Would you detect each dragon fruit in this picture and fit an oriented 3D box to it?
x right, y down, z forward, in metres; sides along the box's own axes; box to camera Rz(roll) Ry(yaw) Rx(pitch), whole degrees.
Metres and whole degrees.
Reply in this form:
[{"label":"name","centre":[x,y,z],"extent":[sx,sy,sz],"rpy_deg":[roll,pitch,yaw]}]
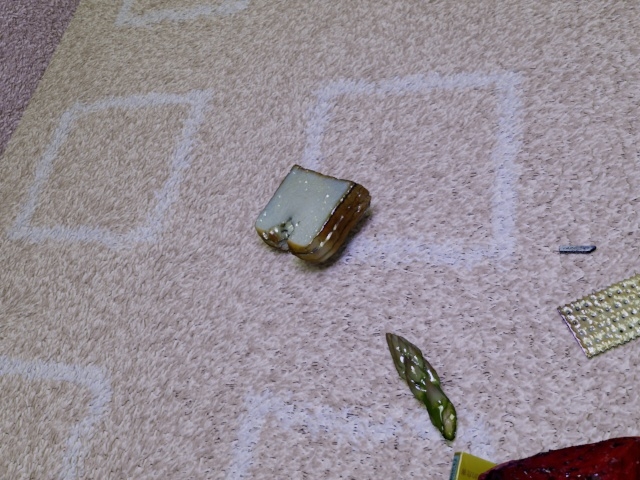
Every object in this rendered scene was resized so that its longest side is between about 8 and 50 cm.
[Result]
[{"label":"dragon fruit","centre":[0.496,0.547,1.264],"extent":[0.286,0.228,0.329],"rpy_deg":[-24,85,42]}]

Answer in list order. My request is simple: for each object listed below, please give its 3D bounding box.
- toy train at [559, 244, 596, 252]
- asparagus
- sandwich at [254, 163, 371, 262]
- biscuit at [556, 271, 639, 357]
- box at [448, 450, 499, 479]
[{"label":"toy train","centre":[0.608,0.021,1.582],"extent":[0.083,0.017,0.017],"rpy_deg":[0,63,21]},{"label":"asparagus","centre":[0.230,0.313,1.515],"extent":[0.080,0.080,0.287],"rpy_deg":[-35,54,-2]},{"label":"sandwich","centre":[-0.031,-0.070,1.799],"extent":[0.273,0.095,0.249],"rpy_deg":[21,69,45]},{"label":"biscuit","centre":[0.662,0.157,1.480],"extent":[0.232,0.016,0.139],"rpy_deg":[-25,55,5]},{"label":"box","centre":[0.306,0.571,1.302],"extent":[0.153,0.041,0.278],"rpy_deg":[23,66,-9]}]
